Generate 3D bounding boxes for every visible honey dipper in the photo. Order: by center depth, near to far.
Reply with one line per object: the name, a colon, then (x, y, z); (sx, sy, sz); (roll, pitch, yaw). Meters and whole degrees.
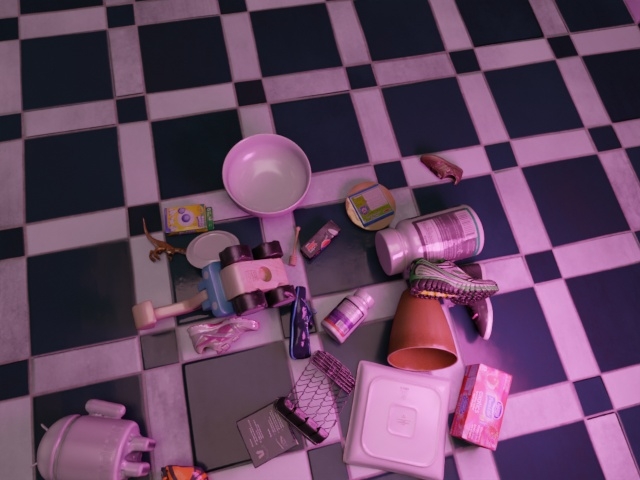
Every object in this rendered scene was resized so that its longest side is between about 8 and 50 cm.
honey dipper: (-0.098, 0.020, 1.775); (0.030, 0.030, 0.161); (8, 67, -2)

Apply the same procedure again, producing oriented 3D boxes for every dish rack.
dish rack: (-0.006, 0.519, 1.562); (0.208, 0.074, 0.271); (42, 48, -3)

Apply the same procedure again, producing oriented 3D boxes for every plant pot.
plant pot: (0.354, 0.300, 1.625); (0.236, 0.237, 0.255); (6, 57, -2)

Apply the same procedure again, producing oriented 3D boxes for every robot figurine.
robot figurine: (-0.706, 0.653, 1.427); (0.353, 0.200, 0.300); (6, 61, -2)

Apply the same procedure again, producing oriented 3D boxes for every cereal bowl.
cereal bowl: (-0.206, -0.235, 1.791); (0.338, 0.141, 0.339); (1, 71, -4)

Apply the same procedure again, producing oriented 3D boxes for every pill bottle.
pill bottle: (0.102, 0.268, 1.663); (0.108, 0.108, 0.193); (44, 74, 10)
pill bottle: (0.401, 0.002, 1.723); (0.360, 0.204, 0.204); (-14, 73, -8)

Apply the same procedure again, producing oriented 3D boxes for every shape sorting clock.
shape sorting clock: (0.201, -0.138, 1.840); (0.206, 0.040, 0.206); (3, 70, -7)

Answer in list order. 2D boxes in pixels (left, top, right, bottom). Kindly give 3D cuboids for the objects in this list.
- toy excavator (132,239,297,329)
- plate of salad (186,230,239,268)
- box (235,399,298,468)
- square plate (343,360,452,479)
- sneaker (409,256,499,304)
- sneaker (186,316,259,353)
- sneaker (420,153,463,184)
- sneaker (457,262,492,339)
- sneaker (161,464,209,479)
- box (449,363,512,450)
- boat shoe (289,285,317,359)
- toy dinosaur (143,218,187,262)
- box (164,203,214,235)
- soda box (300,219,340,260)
toy excavator: (-0.371, 0.195, 1.608); (0.432, 0.445, 0.223); (-5, 70, -48)
plate of salad: (-0.400, 0.039, 1.719); (0.199, 0.048, 0.200); (-1, 44, 1)
box: (-0.177, 0.638, 1.527); (0.158, 0.093, 0.156); (-24, 74, -13)
square plate: (0.276, 0.620, 1.590); (0.346, 0.049, 0.344); (12, 72, 0)
sneaker: (0.469, 0.131, 1.597); (0.343, 0.134, 0.147); (12, 59, -18)
sneaker: (-0.336, 0.337, 1.620); (0.252, 0.103, 0.111); (-12, 77, -1)
sneaker: (0.496, -0.294, 1.900); (0.188, 0.066, 0.071); (22, 72, 4)
sneaker: (0.548, 0.224, 1.718); (0.146, 0.105, 0.296); (1, 66, -2)
sneaker: (-0.504, 0.818, 1.442); (0.320, 0.125, 0.180); (-18, 69, -21)
box: (0.551, 0.569, 1.585); (0.122, 0.128, 0.257); (21, 71, 3)
boat shoe: (-0.064, 0.295, 1.659); (0.088, 0.109, 0.259); (4, 88, -10)
toy dinosaur: (-0.604, 0.021, 1.729); (0.211, 0.064, 0.112); (29, 54, -4)
box: (-0.504, -0.080, 1.770); (0.179, 0.043, 0.105); (-7, 72, -8)
soda box: (0.000, 0.000, 1.774); (0.060, 0.053, 0.169); (44, 75, 10)
